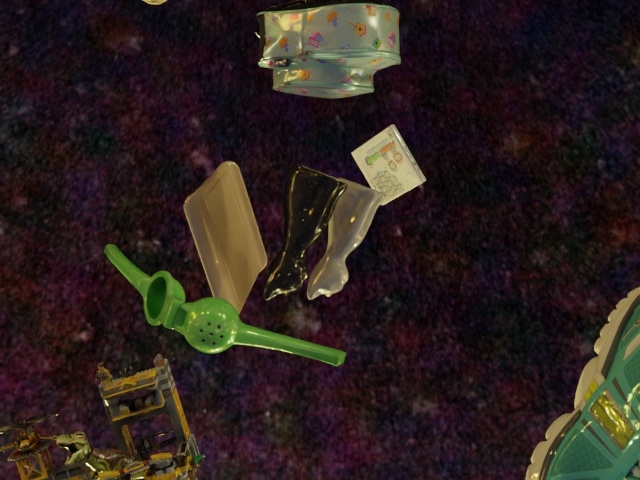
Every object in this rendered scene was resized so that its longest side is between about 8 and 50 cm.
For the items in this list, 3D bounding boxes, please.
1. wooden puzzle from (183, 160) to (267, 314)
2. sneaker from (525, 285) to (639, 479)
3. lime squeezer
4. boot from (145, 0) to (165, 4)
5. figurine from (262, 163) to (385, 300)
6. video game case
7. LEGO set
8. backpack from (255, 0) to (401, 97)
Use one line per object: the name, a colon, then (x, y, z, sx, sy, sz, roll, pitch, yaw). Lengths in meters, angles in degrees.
wooden puzzle: (-0.165, -0.006, 1.409, 0.044, 0.238, 0.220, -12, 108, 15)
sneaker: (0.236, 0.150, 0.598, 0.107, 0.110, 0.275, 26, 79, -14)
lime squeezer: (-0.129, 0.063, 0.841, 0.310, 0.110, 0.058, 22, 117, 19)
boot: (-0.324, -0.628, 1.629, 0.090, 0.206, 0.248, 3, 148, -14)
figurine: (0.000, 0.000, 1.296, 0.092, 0.215, 0.209, 24, 97, 31)
video game case: (0.150, -0.167, 1.814, 0.157, 0.019, 0.143, -30, 91, 54)
LEGO set: (-0.310, 0.275, 1.080, 0.332, 0.255, 0.192, -15, 97, 6)
backpack: (0.020, -0.277, 1.159, 0.188, 0.166, 0.144, -5, 91, 38)
